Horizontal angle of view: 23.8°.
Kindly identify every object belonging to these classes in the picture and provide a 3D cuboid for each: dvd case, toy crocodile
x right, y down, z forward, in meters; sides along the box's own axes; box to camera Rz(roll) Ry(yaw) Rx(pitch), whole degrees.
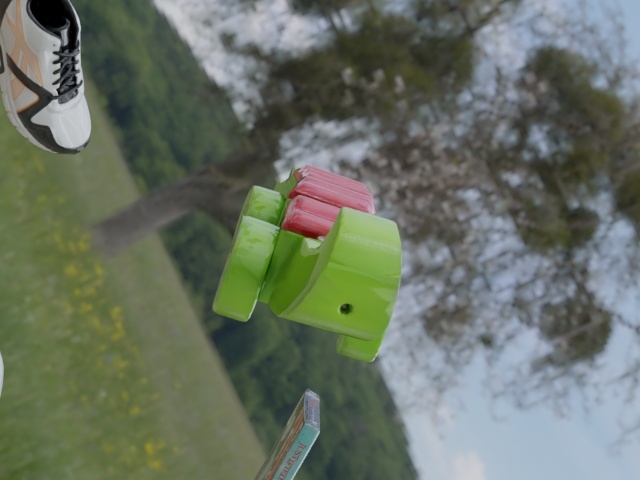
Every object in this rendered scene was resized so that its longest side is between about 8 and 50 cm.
[{"bbox_3d":[-0.026,0.144,0.977,0.013,0.087,0.119,29,3,-3],"label":"dvd case"},{"bbox_3d":[0.000,0.000,1.044,0.340,0.115,0.105,-88,-163,-78],"label":"toy crocodile"}]

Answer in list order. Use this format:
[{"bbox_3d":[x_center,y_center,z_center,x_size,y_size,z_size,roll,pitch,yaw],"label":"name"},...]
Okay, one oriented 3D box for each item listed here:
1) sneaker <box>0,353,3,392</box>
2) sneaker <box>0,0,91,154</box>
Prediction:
[{"bbox_3d":[-0.294,0.131,0.708,0.169,0.292,0.108,23,-27,29],"label":"sneaker"},{"bbox_3d":[-0.134,-0.087,0.738,0.043,0.040,0.109,10,-48,36],"label":"sneaker"}]
